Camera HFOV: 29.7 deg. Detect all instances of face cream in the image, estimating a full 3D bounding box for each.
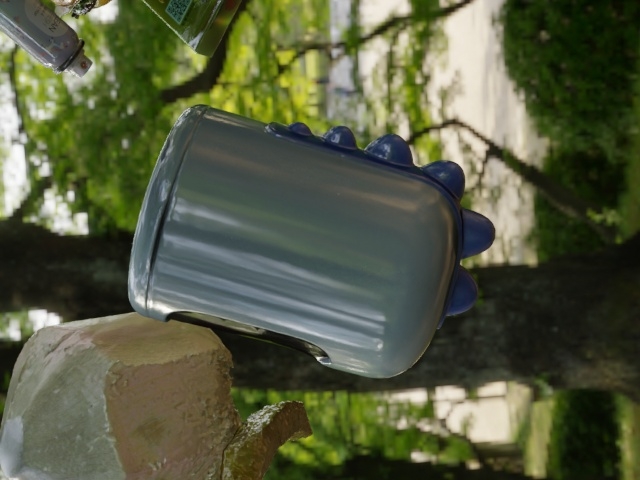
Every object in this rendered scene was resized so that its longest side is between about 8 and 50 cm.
[{"bbox_3d":[-0.441,-0.330,1.815,0.229,0.075,0.075,40,-161,-26],"label":"face cream"}]

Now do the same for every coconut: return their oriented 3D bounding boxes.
[{"bbox_3d":[-0.275,0.244,1.586,0.297,0.310,0.297,11,107,39],"label":"coconut"}]

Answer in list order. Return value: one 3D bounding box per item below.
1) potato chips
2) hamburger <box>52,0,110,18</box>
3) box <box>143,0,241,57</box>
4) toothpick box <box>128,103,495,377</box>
[{"bbox_3d":[-0.065,0.255,1.579,0.407,0.057,0.080,-3,-91,-81],"label":"potato chips"},{"bbox_3d":[-0.387,-0.445,1.970,0.190,0.093,0.164,0,92,54],"label":"hamburger"},{"bbox_3d":[-0.231,-0.451,1.976,0.311,0.043,0.173,46,114,35],"label":"box"},{"bbox_3d":[0.000,0.000,1.281,0.263,0.355,0.263,17,-90,-89],"label":"toothpick box"}]
